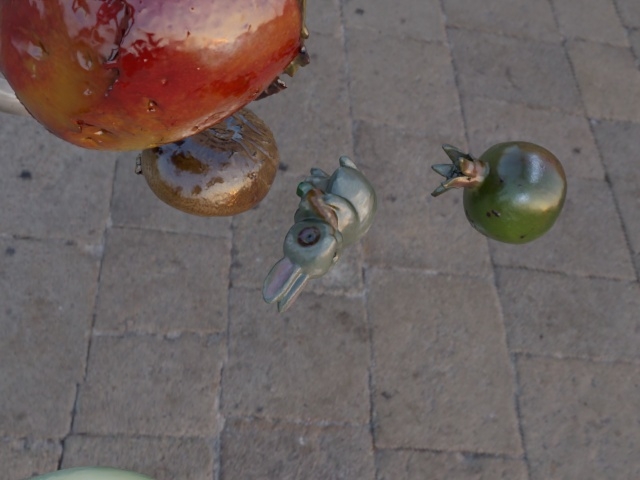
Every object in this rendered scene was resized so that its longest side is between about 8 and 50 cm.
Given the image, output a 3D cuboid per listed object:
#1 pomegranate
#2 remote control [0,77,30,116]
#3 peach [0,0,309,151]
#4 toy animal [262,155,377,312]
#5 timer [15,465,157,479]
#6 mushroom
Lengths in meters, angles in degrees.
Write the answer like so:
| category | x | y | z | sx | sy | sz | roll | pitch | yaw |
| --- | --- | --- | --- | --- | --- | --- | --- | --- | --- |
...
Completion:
| category | x | y | z | sx | sy | sz | roll | pitch | yaw |
| --- | --- | --- | --- | --- | --- | --- | --- | --- | --- |
| pomegranate | 0.296 | -0.090 | 1.370 | 0.224 | 0.181 | 0.181 | 19 | 49 | -21 |
| remote control | -0.566 | -0.246 | 1.333 | 0.229 | 0.073 | 0.044 | 16 | 67 | -27 |
| peach | -0.220 | -0.293 | 1.101 | 0.416 | 0.339 | 0.353 | -20 | 28 | 10 |
| toy animal | 0.007 | -0.007 | 1.157 | 0.138 | 0.108 | 0.236 | 35 | 51 | -27 |
| timer | -0.279 | 0.341 | 0.732 | 0.290 | 0.315 | 0.291 | 9 | 76 | -40 |
| mushroom | -0.216 | -0.166 | 1.551 | 0.278 | 0.163 | 0.297 | 5 | 39 | 0 |
